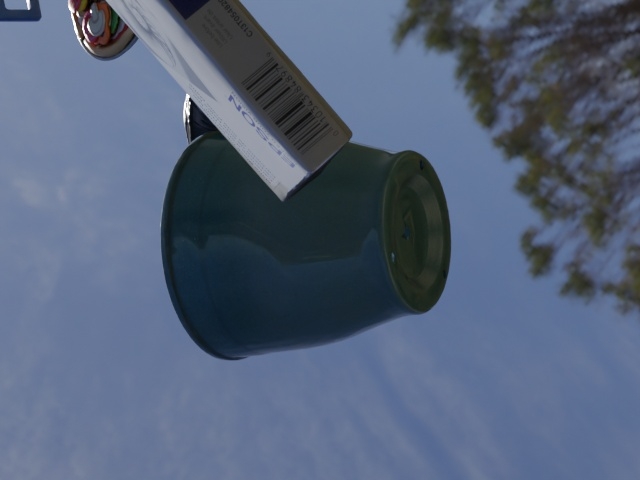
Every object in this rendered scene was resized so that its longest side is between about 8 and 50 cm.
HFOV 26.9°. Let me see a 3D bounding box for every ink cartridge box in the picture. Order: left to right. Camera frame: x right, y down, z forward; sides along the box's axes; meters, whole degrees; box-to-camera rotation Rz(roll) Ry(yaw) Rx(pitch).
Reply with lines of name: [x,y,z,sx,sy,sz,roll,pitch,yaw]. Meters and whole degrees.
ink cartridge box: [-0.079,-0.127,0.970,0.223,0.045,0.224,49,171,-1]

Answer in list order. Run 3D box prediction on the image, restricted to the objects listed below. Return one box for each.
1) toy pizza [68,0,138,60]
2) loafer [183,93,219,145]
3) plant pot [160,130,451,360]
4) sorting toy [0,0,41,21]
toy pizza: [-0.275,-0.333,1.722,0.032,0.201,0.201,3,-143,-41]
loafer: [-0.139,-0.178,1.726,0.076,0.223,0.078,4,-147,-4]
plant pot: [0.000,0.000,1.518,0.255,0.271,0.271,-3,-168,29]
sorting toy: [-0.427,-0.461,1.797,0.196,0.047,0.347,10,-113,-26]
